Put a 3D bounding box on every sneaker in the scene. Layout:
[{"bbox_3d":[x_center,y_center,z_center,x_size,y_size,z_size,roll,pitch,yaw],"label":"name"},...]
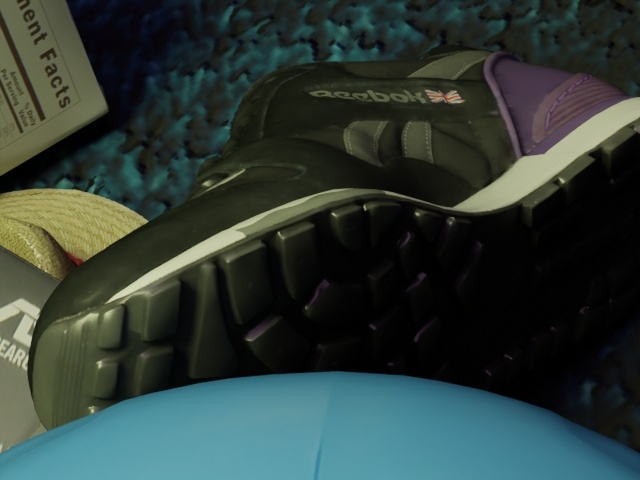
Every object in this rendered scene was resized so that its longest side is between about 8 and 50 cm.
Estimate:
[{"bbox_3d":[0.000,0.000,0.558,0.124,0.107,0.283,29,30,33],"label":"sneaker"}]

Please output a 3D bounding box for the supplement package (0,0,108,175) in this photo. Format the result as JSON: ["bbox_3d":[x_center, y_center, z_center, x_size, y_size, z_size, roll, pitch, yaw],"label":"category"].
[{"bbox_3d":[-0.227,-0.068,0.647,0.244,0.139,0.134,-32,52,-15],"label":"supplement package"}]

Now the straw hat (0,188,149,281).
[{"bbox_3d":[-0.115,0.021,0.620,0.144,0.061,0.144,-4,56,6],"label":"straw hat"}]

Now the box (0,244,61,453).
[{"bbox_3d":[-0.217,0.070,0.485,0.307,0.076,0.242,33,66,-14],"label":"box"}]

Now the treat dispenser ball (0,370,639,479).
[{"bbox_3d":[-0.001,0.171,0.362,0.288,0.288,0.288,-4,55,5],"label":"treat dispenser ball"}]
